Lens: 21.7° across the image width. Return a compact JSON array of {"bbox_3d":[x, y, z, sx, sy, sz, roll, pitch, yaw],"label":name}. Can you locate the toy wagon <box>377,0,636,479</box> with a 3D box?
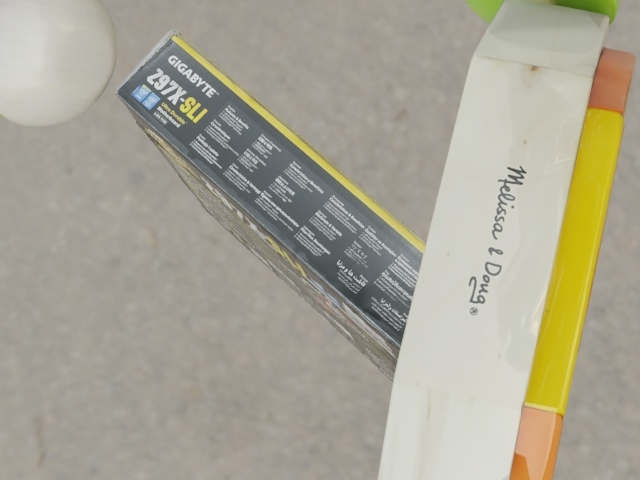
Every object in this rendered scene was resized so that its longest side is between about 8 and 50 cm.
[{"bbox_3d":[0.064,0.057,0.646,0.068,0.344,0.267,12,69,10],"label":"toy wagon"}]

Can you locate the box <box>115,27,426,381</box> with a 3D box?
[{"bbox_3d":[0.000,0.000,1.339,0.079,0.257,0.322,-45,67,-8],"label":"box"}]

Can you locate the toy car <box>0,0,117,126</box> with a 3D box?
[{"bbox_3d":[-0.176,-0.143,0.792,0.159,0.136,0.182,21,98,33],"label":"toy car"}]
